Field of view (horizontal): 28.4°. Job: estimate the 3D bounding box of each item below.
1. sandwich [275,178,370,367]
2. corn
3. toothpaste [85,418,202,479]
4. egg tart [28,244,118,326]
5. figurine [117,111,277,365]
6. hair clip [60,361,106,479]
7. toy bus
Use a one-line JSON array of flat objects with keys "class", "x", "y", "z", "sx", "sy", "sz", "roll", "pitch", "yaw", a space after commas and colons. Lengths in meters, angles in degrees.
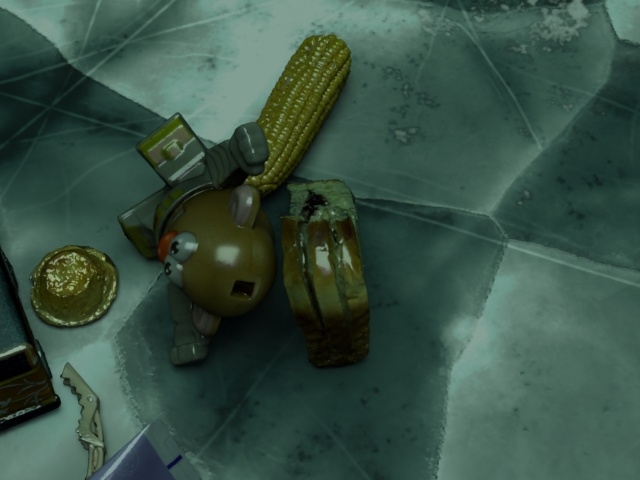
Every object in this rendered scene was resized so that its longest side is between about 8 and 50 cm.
[{"class": "sandwich", "x": 0.005, "y": -0.001, "z": 1.664, "sx": 0.100, "sy": 0.254, "sz": 0.288, "roll": -9, "pitch": 58, "yaw": 3}, {"class": "corn", "x": -0.043, "y": -0.185, "z": 1.857, "sx": 0.101, "sy": 0.101, "sz": 0.291, "roll": 25, "pitch": 66, "yaw": 13}, {"class": "toothpaste", "x": -0.310, "y": 0.377, "z": 1.538, "sx": 0.371, "sy": 0.080, "sz": 0.125, "roll": -37, "pitch": 111, "yaw": -15}, {"class": "egg tart", "x": -0.342, "y": 0.057, "z": 1.746, "sx": 0.129, "sy": 0.049, "sz": 0.129, "roll": 0, "pitch": 62, "yaw": -1}, {"class": "figurine", "x": -0.149, "y": -0.009, "z": 1.653, "sx": 0.167, "sy": 0.342, "sz": 0.285, "roll": -18, "pitch": 40, "yaw": -20}, {"class": "hair clip", "x": -0.293, "y": 0.255, "z": 1.642, "sx": 0.072, "sy": 0.034, "sz": 0.226, "roll": -9, "pitch": 59, "yaw": -9}, {"class": "toy bus", "x": -0.471, "y": 0.079, "z": 1.650, "sx": 0.162, "sy": 0.194, "sz": 0.323, "roll": -22, "pitch": 63, "yaw": -11}]
